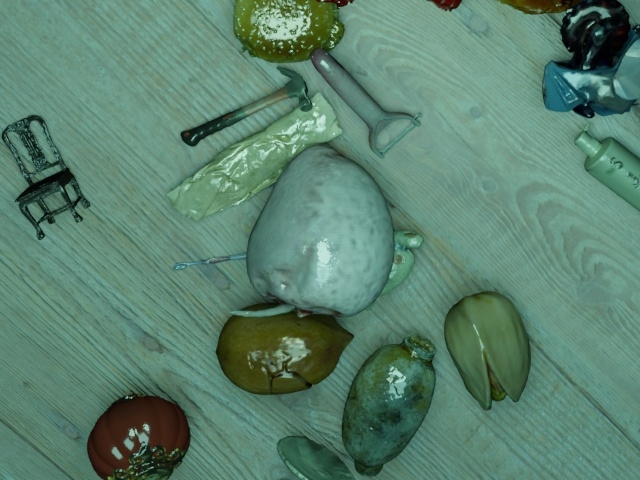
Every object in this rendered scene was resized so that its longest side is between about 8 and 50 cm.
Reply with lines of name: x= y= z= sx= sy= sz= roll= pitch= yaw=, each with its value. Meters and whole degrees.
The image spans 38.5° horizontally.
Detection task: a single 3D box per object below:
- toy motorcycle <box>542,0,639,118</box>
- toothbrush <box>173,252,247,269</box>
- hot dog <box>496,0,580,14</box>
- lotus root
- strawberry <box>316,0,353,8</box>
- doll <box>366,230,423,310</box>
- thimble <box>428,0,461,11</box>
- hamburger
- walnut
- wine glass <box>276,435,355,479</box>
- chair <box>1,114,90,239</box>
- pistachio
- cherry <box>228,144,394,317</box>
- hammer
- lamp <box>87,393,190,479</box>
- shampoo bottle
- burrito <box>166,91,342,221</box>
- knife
toy motorcycle: x=0.597 y=-0.285 z=1.785 sx=0.416 sy=0.172 sz=0.232 roll=34 pitch=112 yaw=-17
toothbrush: x=-0.223 y=0.043 z=1.981 sx=0.193 sy=0.019 sz=0.013 roll=-9 pitch=106 yaw=3
hot dog: x=0.398 y=-0.588 z=1.602 sx=0.366 sy=0.196 sz=0.367 roll=-28 pitch=106 yaw=-15
lotus root: x=0.139 y=0.369 z=1.995 sx=0.175 sy=0.175 sz=0.349 roll=19 pitch=106 yaw=-4
strawberry: x=0.034 y=-0.554 z=1.670 sx=0.205 sy=0.244 sz=0.205 roll=7 pitch=130 yaw=9
doll: x=0.135 y=0.057 z=1.945 sx=0.103 sy=0.071 sz=0.214 roll=39 pitch=112 yaw=-1
thimble: x=0.195 y=-0.520 z=1.714 sx=0.190 sy=0.163 sz=0.125 roll=23 pitch=105 yaw=-8
hamburger: x=-0.059 y=-0.434 z=1.772 sx=0.215 sy=0.122 sz=0.189 roll=2 pitch=107 yaw=-1
walnut: x=-0.076 y=0.228 z=1.940 sx=0.298 sy=0.203 sz=0.203 roll=-10 pitch=107 yaw=13
wine glass: x=-0.100 y=0.661 z=2.053 sx=0.267 sy=0.267 sz=0.406 roll=30 pitch=102 yaw=-7
chair: x=-0.582 y=-0.134 z=1.894 sx=0.106 sy=0.113 sz=0.229 roll=-24 pitch=108 yaw=7
pistachio: x=0.357 y=0.232 z=1.925 sx=0.166 sy=0.197 sz=0.288 roll=-19 pitch=117 yaw=12
cherry: x=0.003 y=0.002 z=1.796 sx=0.292 sy=0.326 sz=0.334 roll=16 pitch=110 yaw=-14
hammer: x=-0.156 y=-0.259 z=1.856 sx=0.288 sy=0.033 sz=0.111 roll=-23 pitch=66 yaw=16
lamp: x=-0.399 y=0.436 z=2.015 sx=0.227 sy=0.227 sz=0.226 roll=1 pitch=107 yaw=2
shampoo bottle: x=0.622 y=-0.132 z=1.860 sx=0.262 sy=0.085 sz=0.085 roll=36 pitch=105 yaw=-8
burrito: x=-0.133 y=-0.158 z=1.883 sx=0.392 sy=0.076 sz=0.117 roll=-32 pitch=103 yaw=11
knife: x=0.086 y=-0.280 z=1.804 sx=0.123 sy=0.053 sz=0.278 roll=-44 pitch=123 yaw=8
